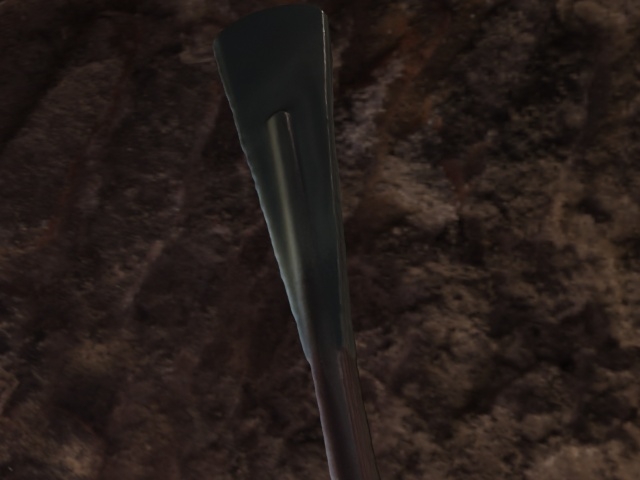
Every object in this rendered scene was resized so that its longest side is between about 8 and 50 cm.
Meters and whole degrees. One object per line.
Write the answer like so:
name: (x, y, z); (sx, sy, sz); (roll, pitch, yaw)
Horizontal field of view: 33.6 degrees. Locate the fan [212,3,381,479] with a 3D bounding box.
fan: (0.000, 0.000, 0.424); (0.057, 0.282, 0.023); (-14, -37, 1)
